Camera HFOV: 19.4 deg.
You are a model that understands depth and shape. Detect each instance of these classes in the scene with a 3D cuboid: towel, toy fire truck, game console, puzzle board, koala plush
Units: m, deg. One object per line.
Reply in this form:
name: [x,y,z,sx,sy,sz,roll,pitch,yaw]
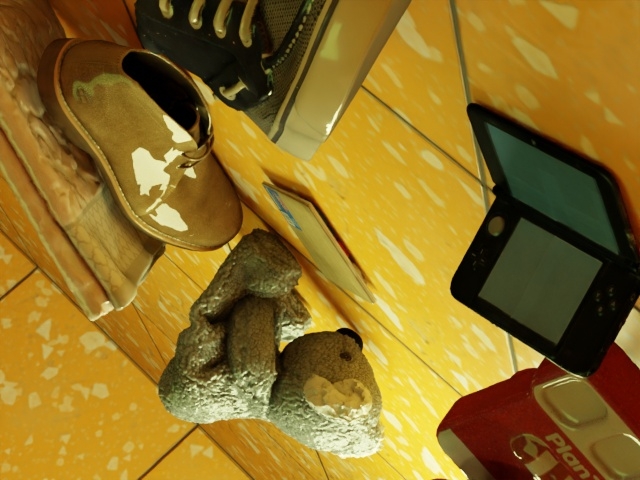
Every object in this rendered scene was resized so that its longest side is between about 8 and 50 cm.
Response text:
towel: [-0.255,-0.096,1.856,0.317,0.053,0.332,61,-172,-9]
toy fire truck: [0.224,0.215,1.392,0.302,0.169,0.254,49,148,-7]
game console: [0.133,-0.001,1.195,0.085,0.124,0.144,24,-174,-42]
puzzle board: [0.000,0.000,1.767,0.128,0.011,0.096,56,166,-29]
koala plush: [-0.031,0.142,1.934,0.221,0.203,0.196,32,163,14]

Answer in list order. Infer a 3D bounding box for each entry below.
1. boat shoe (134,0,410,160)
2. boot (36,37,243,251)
boat shoe: [-0.039,-0.144,1.175,0.158,0.127,0.340,31,167,-2]
boot: [-0.144,-0.083,1.805,0.115,0.112,0.305,0,148,33]
